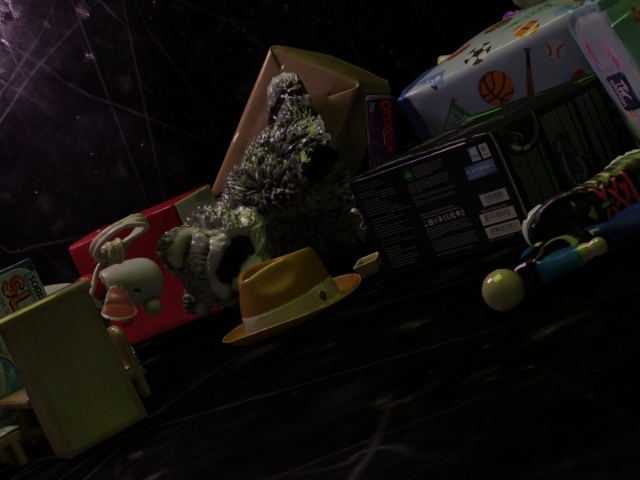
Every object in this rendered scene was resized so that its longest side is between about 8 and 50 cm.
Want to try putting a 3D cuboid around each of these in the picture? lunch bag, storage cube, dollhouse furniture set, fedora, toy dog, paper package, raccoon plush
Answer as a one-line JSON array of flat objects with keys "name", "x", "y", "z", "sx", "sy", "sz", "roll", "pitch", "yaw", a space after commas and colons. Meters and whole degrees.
[{"name": "lunch bag", "x": 0.346, "y": -0.243, "z": 2.094, "sx": 0.328, "sy": 0.239, "sz": 0.385, "roll": -23, "pitch": 13, "yaw": 27}, {"name": "storage cube", "x": -0.247, "y": 0.038, "z": 2.174, "sx": 0.193, "sy": 0.183, "sz": 0.215, "roll": -22, "pitch": 6, "yaw": 17}, {"name": "dollhouse furniture set", "x": -0.311, "y": 0.148, "z": 1.535, "sx": 0.212, "sy": 0.161, "sz": 0.242, "roll": -28, "pitch": 7, "yaw": -29}, {"name": "fedora", "x": -0.046, "y": 0.059, "z": 1.677, "sx": 0.194, "sy": 0.079, "sz": 0.194, "roll": -24, "pitch": 6, "yaw": 3}, {"name": "dollhouse furniture set", "x": 0.073, "y": -0.007, "z": 1.784, "sx": 0.091, "sy": 0.081, "sz": 0.114, "roll": -23, "pitch": 6, "yaw": 12}, {"name": "toy dog", "x": -0.336, "y": 0.126, "z": 1.878, "sx": 0.334, "sy": 0.161, "sz": 0.220, "roll": -28, "pitch": -18, "yaw": -22}, {"name": "lunch bag", "x": 0.398, "y": -0.205, "z": 1.558, "sx": 0.160, "sy": 0.223, "sz": 0.262, "roll": -27, "pitch": 5, "yaw": 33}, {"name": "paper package", "x": -0.028, "y": -0.172, "z": 2.419, "sx": 0.309, "sy": 0.168, "sz": 0.325, "roll": -67, "pitch": -10, "yaw": 9}, {"name": "raccoon plush", "x": -0.106, "y": -0.058, "z": 2.073, "sx": 0.299, "sy": 0.216, "sz": 0.446, "roll": -24, "pitch": 26, "yaw": 1}]

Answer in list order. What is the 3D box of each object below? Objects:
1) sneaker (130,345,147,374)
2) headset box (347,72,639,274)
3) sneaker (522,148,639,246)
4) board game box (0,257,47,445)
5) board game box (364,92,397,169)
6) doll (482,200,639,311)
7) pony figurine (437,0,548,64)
[{"name": "sneaker", "x": -0.272, "y": 0.163, "z": 1.805, "sx": 0.058, "sy": 0.052, "sz": 0.135, "roll": -30, "pitch": 7, "yaw": -15}, {"name": "headset box", "x": 0.225, "y": -0.088, "z": 1.655, "sx": 0.283, "sy": 0.131, "sz": 0.246, "roll": -28, "pitch": 7, "yaw": -40}, {"name": "sneaker", "x": 0.271, "y": -0.034, "z": 1.330, "sx": 0.170, "sy": 0.063, "sz": 0.075, "roll": -27, "pitch": 4, "yaw": 18}, {"name": "board game box", "x": -0.373, "y": 0.140, "z": 1.664, "sx": 0.136, "sy": 0.201, "sz": 0.035, "roll": -28, "pitch": 7, "yaw": -30}, {"name": "board game box", "x": 0.097, "y": -0.125, "z": 2.138, "sx": 0.056, "sy": 0.208, "sz": 0.347, "roll": 0, "pitch": 8, "yaw": 1}, {"name": "doll", "x": 0.225, "y": 0.008, "z": 1.205, "sx": 0.189, "sy": 0.046, "sz": 0.129, "roll": -25, "pitch": 5, "yaw": -10}, {"name": "pony figurine", "x": 0.404, "y": -0.329, "z": 2.514, "sx": 0.363, "sy": 0.302, "sz": 0.351, "roll": -13, "pitch": -9, "yaw": 41}]
